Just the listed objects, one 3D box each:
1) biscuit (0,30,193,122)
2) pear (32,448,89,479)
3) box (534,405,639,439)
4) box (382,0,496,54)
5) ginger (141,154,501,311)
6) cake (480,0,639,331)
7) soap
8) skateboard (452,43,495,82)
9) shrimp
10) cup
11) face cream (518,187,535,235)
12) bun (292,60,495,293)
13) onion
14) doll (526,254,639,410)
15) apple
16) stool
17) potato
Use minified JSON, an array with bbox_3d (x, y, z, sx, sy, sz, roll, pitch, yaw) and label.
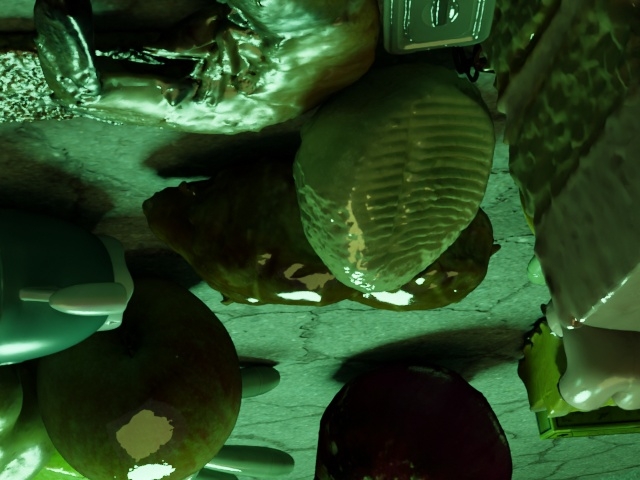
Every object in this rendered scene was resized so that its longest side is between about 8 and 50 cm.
[{"bbox_3d":[-0.195,-0.141,1.125,0.230,0.025,0.131,-4,158,-10],"label":"biscuit"},{"bbox_3d":[-0.453,0.298,1.976,0.238,0.164,0.255,0,154,7],"label":"pear"},{"bbox_3d":[0.468,0.260,2.214,0.220,0.141,0.064,-1,158,-17],"label":"box"},{"bbox_3d":[0.090,-0.203,1.015,0.089,0.062,0.122,-8,160,-1],"label":"box"},{"bbox_3d":[-0.008,-0.003,1.388,0.357,0.153,0.274,7,174,-32],"label":"ginger"},{"bbox_3d":[0.313,-0.111,0.993,0.314,0.307,0.293,-2,156,-15],"label":"cake"},{"bbox_3d":[0.471,0.185,2.046,0.281,0.143,0.259,-11,162,-7],"label":"soap"},{"bbox_3d":[0.182,-0.156,1.188,0.080,0.067,0.151,-10,155,33],"label":"skateboard"},{"bbox_3d":[-0.101,-0.185,0.952,0.272,0.085,0.445,-16,159,5],"label":"shrimp"},{"bbox_3d":[-0.301,0.046,1.389,0.173,0.168,0.299,-2,-174,-41],"label":"cup"},{"bbox_3d":[0.379,-0.089,1.347,0.348,0.105,0.105,-23,154,34],"label":"face cream"},{"bbox_3d":[0.060,-0.064,1.192,0.134,0.220,0.220,29,-177,36],"label":"bun"},{"bbox_3d":[0.167,0.341,2.165,0.347,0.348,0.385,-20,-166,28],"label":"onion"},{"bbox_3d":[0.383,0.060,1.584,0.284,0.216,0.268,-1,152,-11],"label":"doll"},{"bbox_3d":[-0.222,0.173,1.595,0.256,0.257,0.234,-6,156,-6],"label":"apple"},{"bbox_3d":[-0.173,0.299,2.018,0.198,0.195,0.195,8,154,-40],"label":"stool"},{"bbox_3d":[-0.445,0.202,1.658,0.202,0.218,0.351,-33,161,-8],"label":"potato"}]
